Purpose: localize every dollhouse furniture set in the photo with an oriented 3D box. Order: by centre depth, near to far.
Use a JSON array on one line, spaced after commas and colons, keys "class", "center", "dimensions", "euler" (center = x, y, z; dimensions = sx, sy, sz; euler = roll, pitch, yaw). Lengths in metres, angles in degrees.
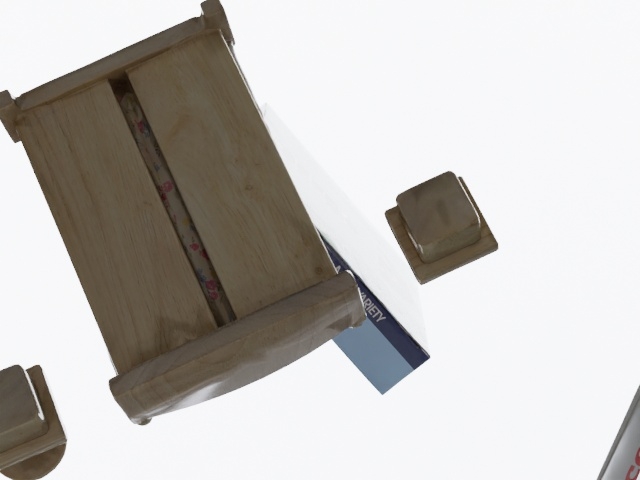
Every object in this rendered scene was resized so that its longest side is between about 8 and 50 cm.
[{"class": "dollhouse furniture set", "center": [-0.118, -0.025, 1.070], "dimensions": [0.356, 0.174, 0.303], "euler": [-23, -115, -3]}]

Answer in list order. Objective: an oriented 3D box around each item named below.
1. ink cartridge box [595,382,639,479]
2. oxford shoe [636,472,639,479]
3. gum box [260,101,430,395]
[{"class": "ink cartridge box", "center": [0.255, 0.141, 0.887], "dimensions": [0.122, 0.289, 0.211], "euler": [26, -91, -20]}, {"class": "oxford shoe", "center": [0.154, 0.012, 0.488], "dimensions": [0.083, 0.096, 0.227], "euler": [37, -80, -21]}, {"class": "gum box", "center": [0.000, 0.000, 1.154], "dimensions": [0.041, 0.184, 0.157], "euler": [-39, -78, 9]}]
